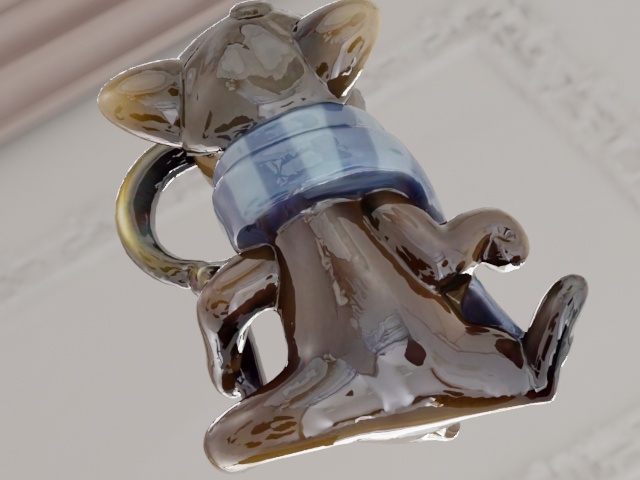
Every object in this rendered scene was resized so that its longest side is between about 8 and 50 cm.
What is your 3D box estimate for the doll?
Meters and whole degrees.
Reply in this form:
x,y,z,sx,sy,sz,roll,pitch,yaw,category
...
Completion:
x,y,z,sx,sy,sz,roll,pitch,yaw,category
0.002,0.001,1.304,0.340,0.318,0.209,65,18,13,doll
